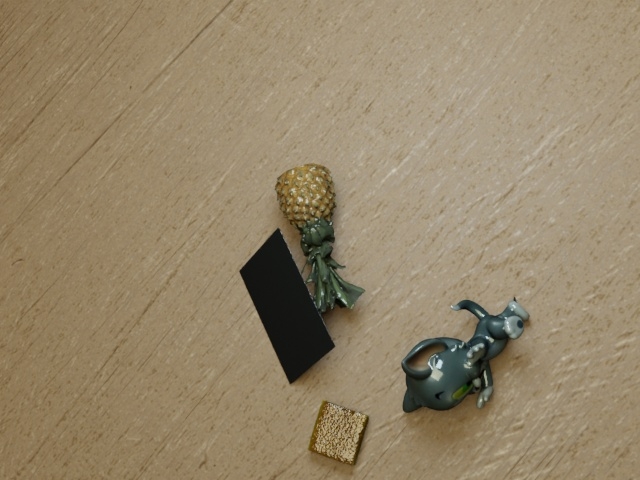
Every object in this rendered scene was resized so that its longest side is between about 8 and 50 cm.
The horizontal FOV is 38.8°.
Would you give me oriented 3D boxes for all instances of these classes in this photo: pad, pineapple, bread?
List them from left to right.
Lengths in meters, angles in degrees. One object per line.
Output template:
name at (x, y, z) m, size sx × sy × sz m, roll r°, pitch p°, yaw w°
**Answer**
pad at (-0.067, 0.122, 1.659) m, size 0.170 × 0.006 × 0.245 m, roll -46°, pitch 63°, yaw 44°
pineapple at (0.000, 0.000, 1.657) m, size 0.130 × 0.119 × 0.277 m, roll -19°, pitch 78°, yaw 29°
bread at (0.033, 0.342, 1.619) m, size 0.090 × 0.035 × 0.094 m, roll 15°, pitch 81°, yaw 18°

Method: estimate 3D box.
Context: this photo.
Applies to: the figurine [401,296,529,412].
figurine at (0.246, 0.183, 1.537) m, size 0.140 × 0.193 × 0.265 m, roll 30°, pitch 73°, yaw 20°
